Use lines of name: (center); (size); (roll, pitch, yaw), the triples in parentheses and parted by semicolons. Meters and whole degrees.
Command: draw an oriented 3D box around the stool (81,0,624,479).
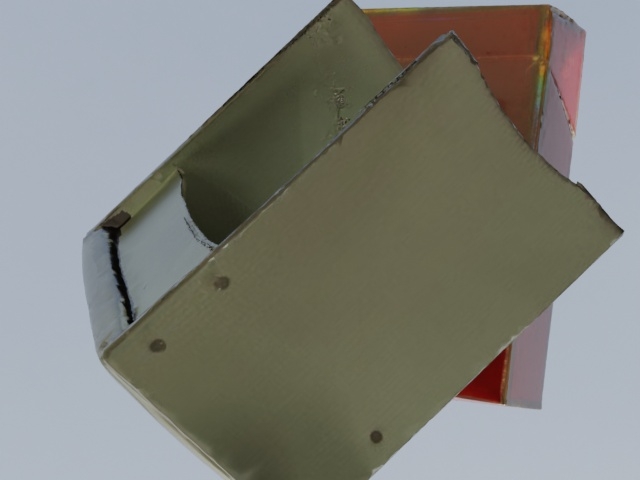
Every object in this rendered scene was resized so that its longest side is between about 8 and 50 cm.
stool: (0.000, 0.000, 0.772); (0.270, 0.243, 0.170); (-44, -69, 1)

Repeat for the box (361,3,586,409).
box: (0.095, -0.030, 0.990); (0.197, 0.089, 0.313); (5, -95, 33)
